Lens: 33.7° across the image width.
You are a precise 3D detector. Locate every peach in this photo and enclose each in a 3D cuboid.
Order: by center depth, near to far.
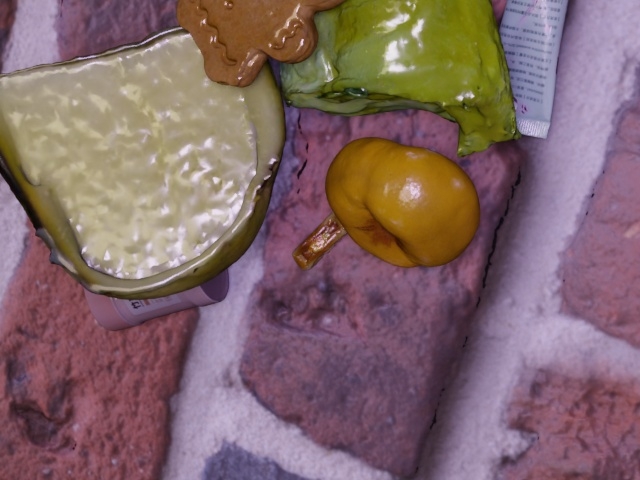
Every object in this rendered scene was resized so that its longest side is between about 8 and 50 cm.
[{"bbox_3d":[0.090,-0.039,1.145,0.179,0.179,0.103,31,68,12],"label":"peach"}]

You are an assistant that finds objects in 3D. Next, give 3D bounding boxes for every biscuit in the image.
[{"bbox_3d":[-0.040,-0.266,1.037,0.249,0.035,0.184,-36,68,23],"label":"biscuit"}]

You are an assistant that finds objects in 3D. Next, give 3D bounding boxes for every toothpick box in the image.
[{"bbox_3d":[-0.199,0.047,1.284,0.149,0.098,0.098,-16,93,19],"label":"toothpick box"}]

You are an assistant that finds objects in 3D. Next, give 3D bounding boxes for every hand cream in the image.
[{"bbox_3d":[0.234,-0.276,1.112,0.085,0.058,0.331,14,103,15],"label":"hand cream"}]

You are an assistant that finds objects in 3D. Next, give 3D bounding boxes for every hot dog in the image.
[{"bbox_3d":[0.000,0.000,1.245,0.030,0.034,0.090,48,110,8],"label":"hot dog"}]

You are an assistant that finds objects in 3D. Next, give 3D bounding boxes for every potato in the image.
[{"bbox_3d":[-0.186,-0.064,1.182,0.330,0.213,0.280,-17,77,0],"label":"potato"}]

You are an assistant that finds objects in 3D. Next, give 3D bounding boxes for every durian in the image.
[{"bbox_3d":[0.055,-0.242,1.102,0.256,0.204,0.339,-11,90,23],"label":"durian"}]
